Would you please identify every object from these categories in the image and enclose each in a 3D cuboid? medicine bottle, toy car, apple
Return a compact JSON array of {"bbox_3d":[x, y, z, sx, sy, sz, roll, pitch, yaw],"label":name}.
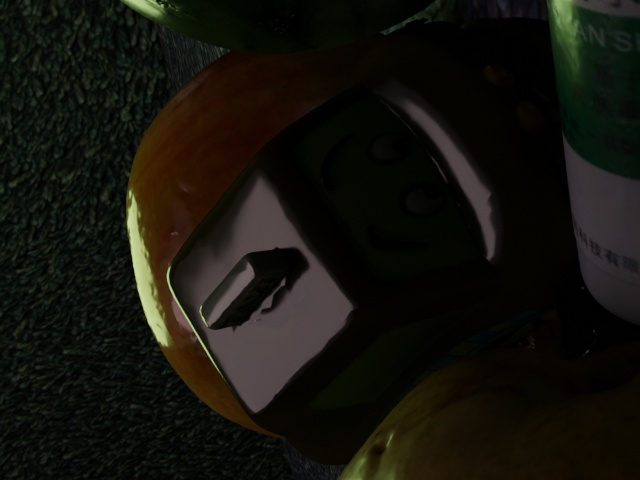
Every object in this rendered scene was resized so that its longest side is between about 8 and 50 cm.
[{"bbox_3d":[0.133,-0.087,0.585,0.095,0.095,0.260,-122,16,-52],"label":"medicine bottle"},{"bbox_3d":[0.030,0.008,0.757,0.248,0.198,0.204,-47,66,36],"label":"toy car"},{"bbox_3d":[0.000,0.000,1.036,0.286,0.233,0.286,-15,-90,-84],"label":"apple"}]

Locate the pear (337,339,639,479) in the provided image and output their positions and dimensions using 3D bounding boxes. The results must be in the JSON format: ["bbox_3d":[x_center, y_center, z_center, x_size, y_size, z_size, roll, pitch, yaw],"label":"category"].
[{"bbox_3d":[0.123,0.191,0.621,0.314,0.314,0.314,159,90,-81],"label":"pear"}]

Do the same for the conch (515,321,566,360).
[{"bbox_3d":[0.137,0.044,0.868,0.080,0.086,0.233,-97,-10,-81],"label":"conch"}]

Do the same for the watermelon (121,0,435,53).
[{"bbox_3d":[-0.017,-0.206,0.724,0.242,0.242,0.242,159,90,-81],"label":"watermelon"}]
